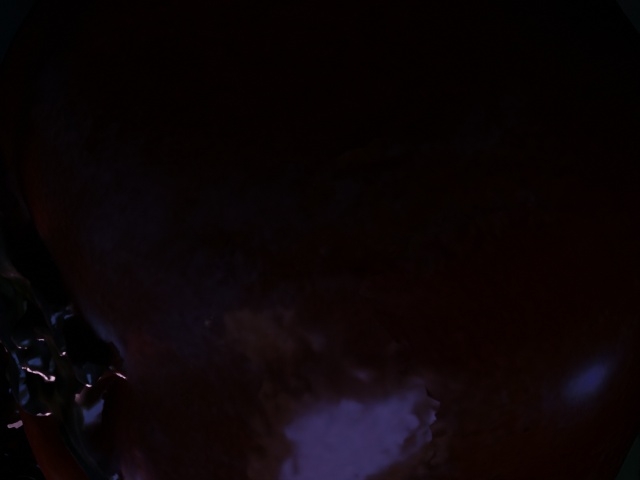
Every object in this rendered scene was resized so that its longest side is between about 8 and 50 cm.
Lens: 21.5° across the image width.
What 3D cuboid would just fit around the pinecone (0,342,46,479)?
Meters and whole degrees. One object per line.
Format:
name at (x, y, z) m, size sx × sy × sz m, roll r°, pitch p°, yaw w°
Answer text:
pinecone at (-0.285, 0.151, 1.010) m, size 0.272 × 0.224 × 0.224 m, roll -33°, pitch 135°, yaw 2°

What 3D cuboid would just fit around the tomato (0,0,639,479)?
tomato at (0.000, 0.000, 0.747) m, size 0.289 × 0.325 × 0.293 m, roll -16°, pitch 135°, yaw -22°
